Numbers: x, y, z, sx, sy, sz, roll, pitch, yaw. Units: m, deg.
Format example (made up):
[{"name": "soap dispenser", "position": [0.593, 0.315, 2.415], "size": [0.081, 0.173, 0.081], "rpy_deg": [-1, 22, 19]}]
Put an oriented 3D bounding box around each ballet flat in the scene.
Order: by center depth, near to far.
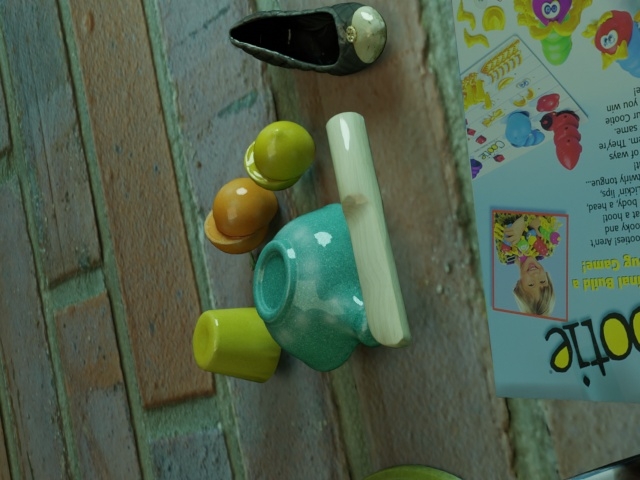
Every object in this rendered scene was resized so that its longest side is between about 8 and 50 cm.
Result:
[{"name": "ballet flat", "position": [-0.010, -0.161, 0.887], "size": [0.173, 0.049, 0.057], "rpy_deg": [8, 102, 51]}]

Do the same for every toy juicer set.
[{"name": "toy juicer set", "position": [0.000, 0.000, 0.877], "size": [0.329, 0.090, 0.209], "rpy_deg": [-20, 66, 59]}]

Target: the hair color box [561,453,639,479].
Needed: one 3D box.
[{"name": "hair color box", "position": [0.212, 0.285, 0.569], "size": [0.105, 0.174, 0.347], "rpy_deg": [-36, 67, 47]}]

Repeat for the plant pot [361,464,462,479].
[{"name": "plant pot", "position": [-0.004, 0.321, 0.780], "size": [0.276, 0.254, 0.276], "rpy_deg": [9, 101, 51]}]

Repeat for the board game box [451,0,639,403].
[{"name": "board game box", "position": [0.177, -0.060, 0.592], "size": [0.144, 0.142, 0.275], "rpy_deg": [-6, 89, 51]}]
